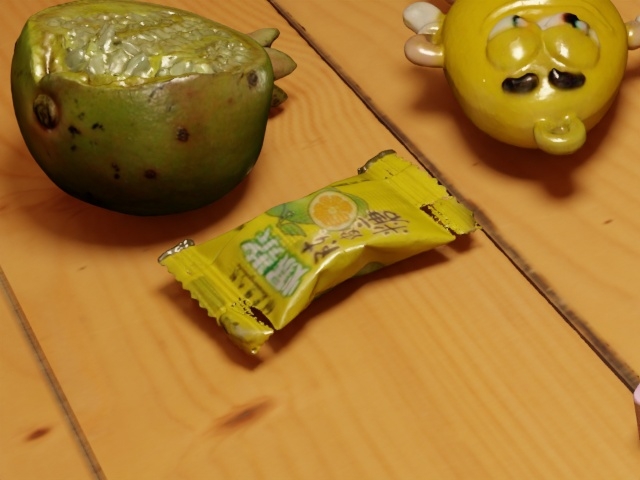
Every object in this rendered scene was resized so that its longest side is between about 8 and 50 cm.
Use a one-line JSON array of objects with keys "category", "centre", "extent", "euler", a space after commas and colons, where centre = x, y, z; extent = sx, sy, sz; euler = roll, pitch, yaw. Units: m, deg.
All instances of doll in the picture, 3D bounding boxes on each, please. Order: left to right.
[{"category": "doll", "centre": [0.254, -0.244, 1.895], "extent": [0.348, 0.161, 0.423], "euler": [-23, 39, -27]}]

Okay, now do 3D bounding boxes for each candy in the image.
[{"category": "candy", "centre": [0.000, 0.000, 1.725], "extent": [0.297, 0.081, 0.187], "euler": [-29, 43, -19]}]

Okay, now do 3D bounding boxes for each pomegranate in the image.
[{"category": "pomegranate", "centre": [-0.177, -0.143, 1.869], "extent": [0.310, 0.216, 0.358], "euler": [22, 21, 36]}]

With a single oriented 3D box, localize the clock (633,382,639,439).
[{"category": "clock", "centre": [0.389, 0.119, 1.484], "extent": [0.150, 0.063, 0.197], "euler": [16, 48, 31]}]
